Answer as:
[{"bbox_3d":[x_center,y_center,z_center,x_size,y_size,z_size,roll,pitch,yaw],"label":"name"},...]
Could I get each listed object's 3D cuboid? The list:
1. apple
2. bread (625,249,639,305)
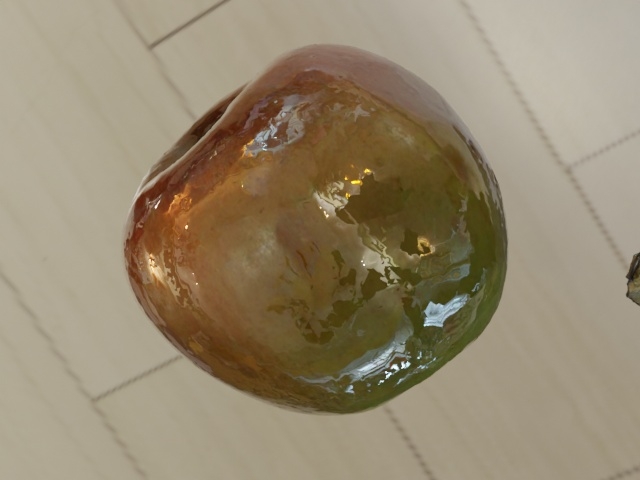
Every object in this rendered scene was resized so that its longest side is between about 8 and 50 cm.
[{"bbox_3d":[0.000,0.000,1.542,0.305,0.338,0.338,45,119,-12],"label":"apple"},{"bbox_3d":[0.328,-0.017,1.487,0.160,0.140,0.169,-34,70,19],"label":"bread"}]
